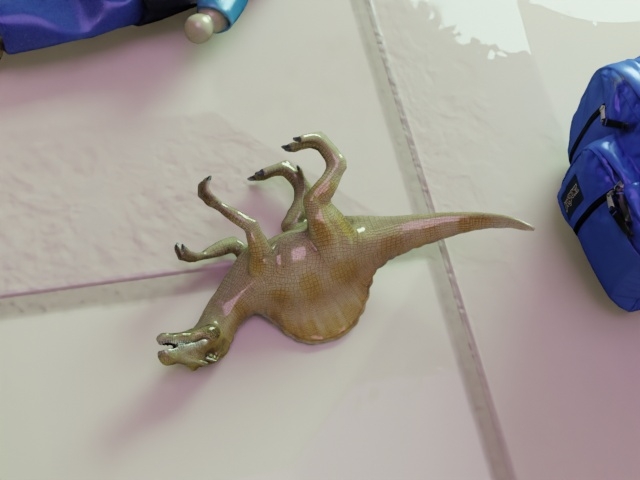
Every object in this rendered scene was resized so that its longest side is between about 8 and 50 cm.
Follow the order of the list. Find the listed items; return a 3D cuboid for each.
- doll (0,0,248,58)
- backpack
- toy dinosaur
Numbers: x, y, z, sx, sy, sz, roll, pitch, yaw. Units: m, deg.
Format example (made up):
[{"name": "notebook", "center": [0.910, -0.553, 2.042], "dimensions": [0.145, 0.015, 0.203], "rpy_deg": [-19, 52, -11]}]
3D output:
[{"name": "doll", "center": [-0.097, -0.151, 0.489], "dimensions": [0.189, 0.046, 0.129], "rpy_deg": [-18, 69, -18]}, {"name": "backpack", "center": [0.170, -0.034, 0.448], "dimensions": [0.101, 0.098, 0.120], "rpy_deg": [-15, 68, -13]}, {"name": "toy dinosaur", "center": [0.000, 0.000, 0.437], "dimensions": [0.183, 0.053, 0.092], "rpy_deg": [-23, 85, -12]}]
